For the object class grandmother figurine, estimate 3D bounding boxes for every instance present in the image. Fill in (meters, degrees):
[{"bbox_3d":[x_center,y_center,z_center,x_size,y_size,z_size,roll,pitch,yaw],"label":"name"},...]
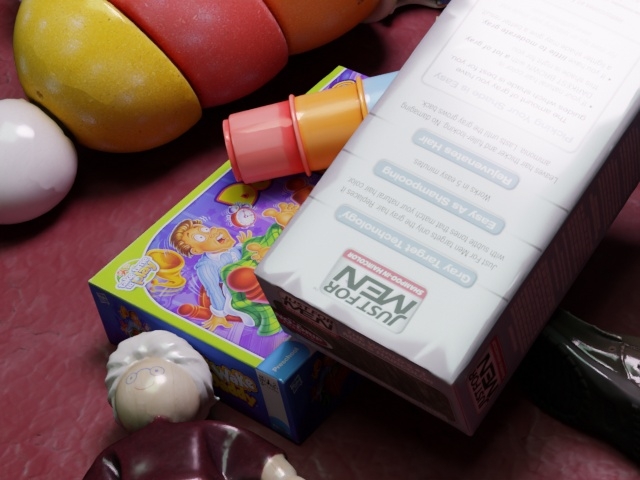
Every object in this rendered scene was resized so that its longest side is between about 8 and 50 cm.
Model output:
[{"bbox_3d":[-0.111,0.204,1.368,0.208,0.104,0.342,-8,43,-7],"label":"grandmother figurine"}]

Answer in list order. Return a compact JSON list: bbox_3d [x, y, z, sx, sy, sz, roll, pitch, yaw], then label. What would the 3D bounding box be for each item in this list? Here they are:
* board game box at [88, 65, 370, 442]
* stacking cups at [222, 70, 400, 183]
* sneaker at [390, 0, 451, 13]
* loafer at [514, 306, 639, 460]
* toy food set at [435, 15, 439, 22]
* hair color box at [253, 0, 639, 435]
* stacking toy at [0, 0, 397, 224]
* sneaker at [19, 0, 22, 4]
[{"bbox_3d":[0.000,0.000,1.579,0.233,0.078,0.347,24,53,34],"label":"board game box"},{"bbox_3d":[0.074,-0.112,1.568,0.316,0.096,0.096,-12,41,7],"label":"stacking cups"},{"bbox_3d":[0.143,-0.288,1.881,0.186,0.069,0.084,-18,54,-1],"label":"sneaker"},{"bbox_3d":[0.235,0.111,1.407,0.078,0.080,0.220,-28,48,-31],"label":"loafer"},{"bbox_3d":[0.162,-0.149,1.713,0.132,0.038,0.192,17,29,-6],"label":"toy food set"},{"bbox_3d":[0.135,-0.056,1.405,0.185,0.113,0.374,28,72,24],"label":"hair color box"},{"bbox_3d":[-0.185,-0.209,1.737,0.351,0.350,0.480,31,72,38],"label":"stacking toy"},{"bbox_3d":[-0.253,-0.324,1.991,0.153,0.094,0.235,-13,30,13],"label":"sneaker"}]
